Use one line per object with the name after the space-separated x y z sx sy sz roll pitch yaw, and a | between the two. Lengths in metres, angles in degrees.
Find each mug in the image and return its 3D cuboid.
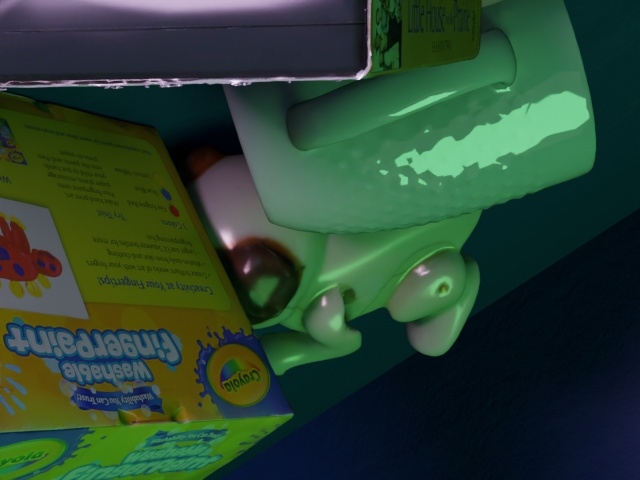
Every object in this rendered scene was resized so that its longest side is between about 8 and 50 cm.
0.078 -0.143 1.270 0.328 0.276 0.374 -18 -176 1 | mug

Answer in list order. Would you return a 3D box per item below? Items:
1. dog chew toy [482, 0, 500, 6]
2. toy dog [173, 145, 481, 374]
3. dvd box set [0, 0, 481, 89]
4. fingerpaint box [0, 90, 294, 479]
0.103 -0.300 1.010 0.206 0.206 0.332 -30 175 7 | dog chew toy
0.000 0.000 1.571 0.408 0.284 0.395 -9 152 -37 | toy dog
-0.068 -0.144 0.877 0.307 0.062 0.420 1 -171 14 | dvd box set
-0.274 0.052 1.211 0.163 0.371 0.445 -37 159 24 | fingerpaint box
